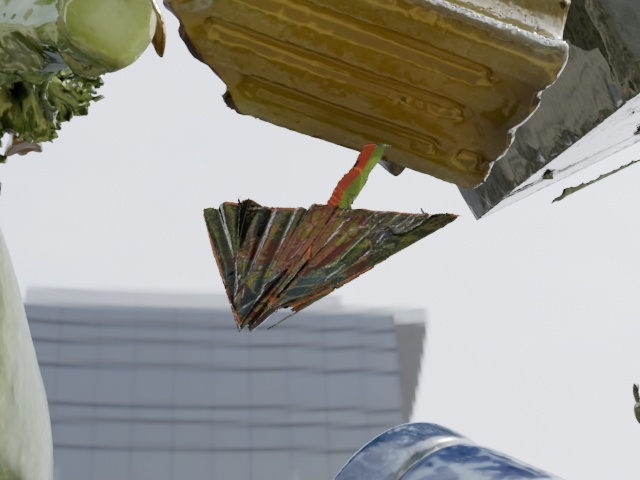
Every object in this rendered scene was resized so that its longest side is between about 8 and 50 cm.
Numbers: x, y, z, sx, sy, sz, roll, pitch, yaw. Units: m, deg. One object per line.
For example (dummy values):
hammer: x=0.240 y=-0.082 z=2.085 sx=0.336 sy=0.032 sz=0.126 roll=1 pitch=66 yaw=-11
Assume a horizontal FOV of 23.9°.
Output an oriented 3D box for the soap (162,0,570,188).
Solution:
soap: x=0.021 y=-0.138 z=1.025 sx=0.257 sy=0.080 sz=0.160 roll=19 pitch=-38 yaw=-9

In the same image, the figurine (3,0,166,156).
figurine: x=-0.400 y=-0.301 z=1.762 sx=0.401 sy=0.387 sz=0.268 roll=-8 pitch=-15 yaw=-15

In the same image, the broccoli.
broccoli: x=-0.245 y=-0.150 z=1.232 sx=0.361 sy=0.221 sz=0.252 roll=17 pitch=-36 yaw=39

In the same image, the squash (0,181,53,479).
squash: x=-0.292 y=0.136 z=0.846 sx=0.310 sy=0.310 sz=0.309 roll=-7 pitch=-61 yaw=6

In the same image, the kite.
kite: x=0.000 y=0.000 z=1.010 sx=0.241 sy=0.014 sz=0.183 roll=-2 pitch=-42 yaw=-41

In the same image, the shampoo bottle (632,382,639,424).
shampoo bottle: x=0.398 y=0.153 z=1.561 sx=0.162 sy=0.079 sz=0.079 roll=-28 pitch=-44 yaw=26

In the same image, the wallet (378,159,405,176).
wallet: x=0.036 y=-0.208 z=1.534 sx=0.051 sy=0.377 sz=0.197 roll=13 pitch=-75 yaw=-27

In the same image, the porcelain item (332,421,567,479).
porcelain item: x=0.067 y=0.179 z=0.814 sx=0.114 sy=0.147 sz=0.147 roll=20 pitch=-19 yaw=40

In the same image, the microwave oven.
microwave oven: x=0.250 y=-0.259 z=1.532 sx=0.236 sy=0.374 sz=0.432 roll=-24 pitch=-8 yaw=-19
